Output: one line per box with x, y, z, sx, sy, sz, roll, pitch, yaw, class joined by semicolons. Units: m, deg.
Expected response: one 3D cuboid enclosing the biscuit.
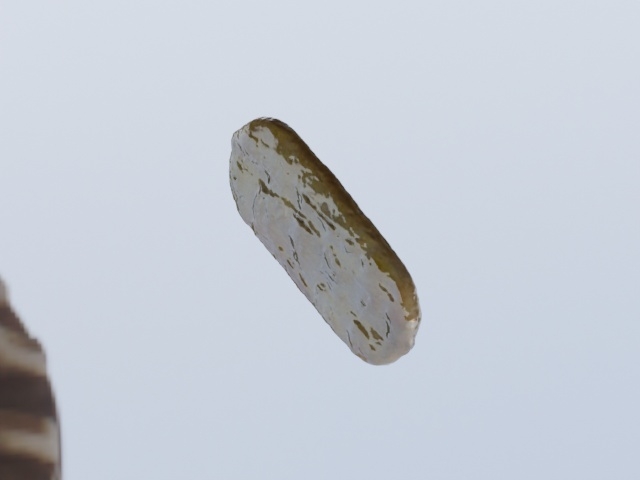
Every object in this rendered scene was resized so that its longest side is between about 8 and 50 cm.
0.000;0.000;0.866;0.018;0.071;0.147;-23;-115;-36;biscuit
